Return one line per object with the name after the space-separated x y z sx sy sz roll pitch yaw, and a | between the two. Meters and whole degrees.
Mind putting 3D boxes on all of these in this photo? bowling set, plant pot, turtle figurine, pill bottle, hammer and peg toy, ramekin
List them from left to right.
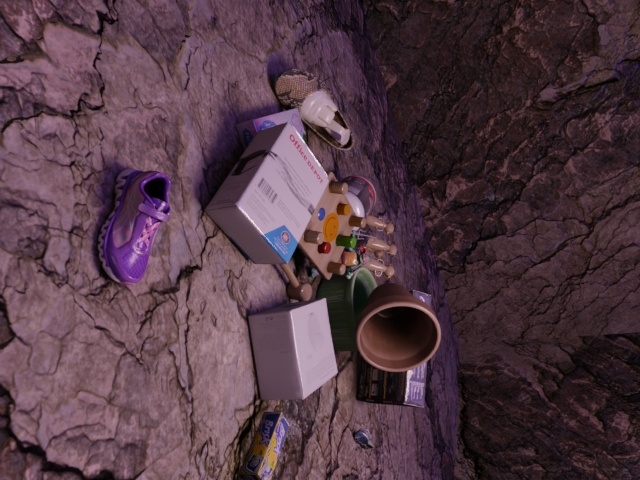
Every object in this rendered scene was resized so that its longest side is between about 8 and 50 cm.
0.000 0.000 1.365 0.362 0.127 0.266 -63 144 -23 | hammer and peg toy
0.082 0.062 1.528 0.118 0.233 0.175 79 6 -59 | turtle figurine
0.096 -0.125 1.702 0.318 0.176 0.177 -50 125 -59 | pill bottle
0.106 0.255 1.607 0.303 0.148 0.304 36 49 -56 | ramekin
0.211 0.057 1.812 0.200 0.154 0.287 117 -8 -53 | bowling set
0.239 0.259 1.467 0.229 0.262 0.263 -91 161 -68 | plant pot

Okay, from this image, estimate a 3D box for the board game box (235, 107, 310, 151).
-0.114 -0.244 1.426 0.319 0.065 0.318 -47 123 -59 | board game box

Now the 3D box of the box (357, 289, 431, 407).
0.269 0.406 1.668 0.097 0.318 0.395 17 67 -20 | box

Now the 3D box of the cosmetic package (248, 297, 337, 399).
-0.070 0.292 1.229 0.224 0.138 0.225 -2 82 -65 | cosmetic package

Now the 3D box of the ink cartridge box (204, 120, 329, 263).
-0.128 -0.123 1.185 0.223 0.128 0.308 52 50 -36 | ink cartridge box

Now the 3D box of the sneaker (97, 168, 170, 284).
-0.334 -0.036 0.832 0.095 0.104 0.237 38 48 -57 | sneaker

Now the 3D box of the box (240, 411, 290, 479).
-0.134 0.514 1.107 0.059 0.054 0.169 66 27 -28 | box

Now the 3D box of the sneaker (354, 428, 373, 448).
0.159 0.731 1.668 0.058 0.052 0.135 -90 163 -44 | sneaker

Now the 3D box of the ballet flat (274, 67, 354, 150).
0.016 -0.458 1.641 0.182 0.164 0.482 49 10 25 | ballet flat

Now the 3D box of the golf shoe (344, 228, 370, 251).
0.100 0.013 1.677 0.198 0.093 0.077 -38 127 -24 | golf shoe
